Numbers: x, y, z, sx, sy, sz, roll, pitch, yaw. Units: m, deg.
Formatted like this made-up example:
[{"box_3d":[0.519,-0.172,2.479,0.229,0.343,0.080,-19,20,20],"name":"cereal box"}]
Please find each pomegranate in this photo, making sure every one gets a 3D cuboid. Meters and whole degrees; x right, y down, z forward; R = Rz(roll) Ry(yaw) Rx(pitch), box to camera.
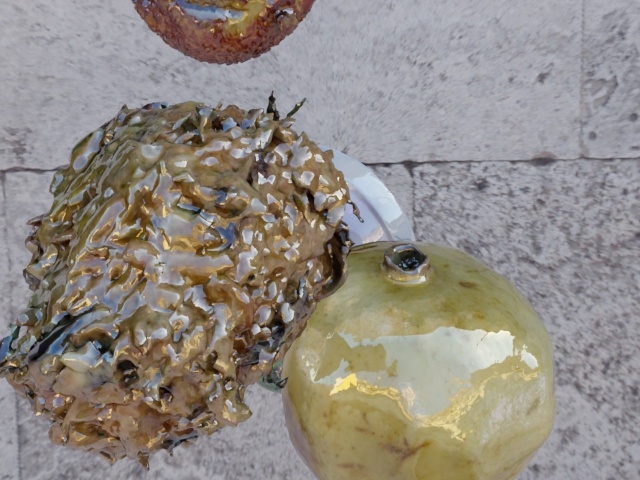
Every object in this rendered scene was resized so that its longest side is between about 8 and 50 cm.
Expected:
[{"box_3d":[0.105,0.146,0.857,0.332,0.332,0.332,0,96,1],"name":"pomegranate"}]

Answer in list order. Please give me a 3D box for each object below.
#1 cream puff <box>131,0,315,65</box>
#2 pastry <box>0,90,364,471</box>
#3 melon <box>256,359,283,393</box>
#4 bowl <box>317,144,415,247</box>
[{"box_3d":[-0.176,-0.443,1.295,0.350,0.350,0.228,12,139,0],"name":"cream puff"},{"box_3d":[-0.104,0.016,0.481,0.275,0.275,0.193,-44,100,5],"name":"pastry"},{"box_3d":[-0.012,0.216,1.477,0.288,0.182,0.182,-8,96,-20],"name":"melon"},{"box_3d":[0.000,0.000,1.194,0.287,0.287,0.144,49,60,-4],"name":"bowl"}]
